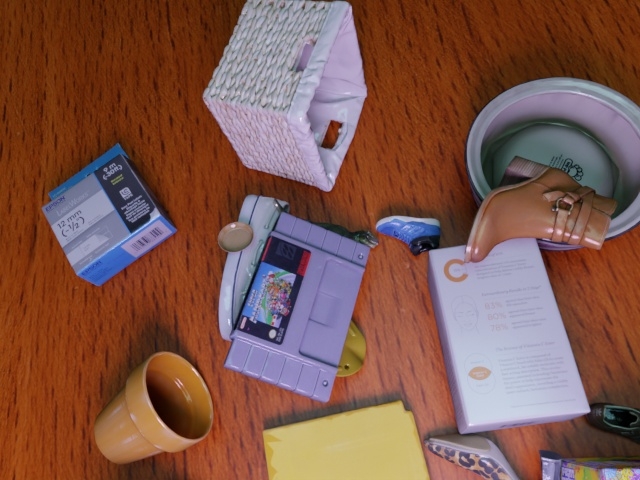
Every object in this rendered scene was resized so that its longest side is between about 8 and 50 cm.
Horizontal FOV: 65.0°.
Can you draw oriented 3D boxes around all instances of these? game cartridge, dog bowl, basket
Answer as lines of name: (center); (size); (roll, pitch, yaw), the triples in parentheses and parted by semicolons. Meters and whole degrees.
game cartridge: (-0.043, 0.131, 1.061); (0.230, 0.068, 0.355); (24, 64, -12)
dog bowl: (0.528, -0.158, 1.138); (0.407, 0.150, 0.408); (-3, 68, 8)
game cartridge: (0.060, 0.499, 1.022); (0.323, 0.053, 0.286); (-13, 68, 2)
basket: (-0.068, -0.351, 1.215); (0.266, 0.331, 0.329); (14, 72, 16)

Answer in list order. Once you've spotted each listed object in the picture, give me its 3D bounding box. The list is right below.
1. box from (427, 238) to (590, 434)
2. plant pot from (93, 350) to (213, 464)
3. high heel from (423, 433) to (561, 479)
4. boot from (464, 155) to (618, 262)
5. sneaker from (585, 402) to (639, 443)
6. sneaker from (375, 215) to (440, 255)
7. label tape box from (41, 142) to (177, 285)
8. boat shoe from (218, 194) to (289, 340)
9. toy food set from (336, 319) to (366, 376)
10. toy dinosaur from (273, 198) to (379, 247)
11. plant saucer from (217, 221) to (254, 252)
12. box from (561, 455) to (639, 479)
box: (0.353, 0.189, 1.009); (0.214, 0.168, 0.346); (-9, 64, 6)
plant pot: (-0.367, 0.372, 1.070); (0.187, 0.205, 0.205); (-34, 67, 12)
high heel: (0.326, 0.485, 0.973); (0.261, 0.093, 0.186); (2, 93, 26)
boot: (0.419, -0.026, 0.963); (0.220, 0.109, 0.283); (30, 59, 21)
sneaker: (0.619, 0.358, 0.966); (0.188, 0.071, 0.066); (7, 71, 13)
sneaker: (0.206, -0.008, 1.182); (0.152, 0.058, 0.085); (3, 61, 4)
label tape box: (-0.576, -0.094, 1.317); (0.249, 0.115, 0.348); (-37, 70, -5)
boat shoe: (-0.128, 0.062, 1.183); (0.156, 0.136, 0.367); (5, 61, 8)
toy food set: (0.009, 0.214, 1.132); (0.128, 0.071, 0.218); (-25, 67, -27)
toy dinosaur: (0.000, 0.000, 1.191); (0.268, 0.064, 0.118); (18, 73, -10)
plant saucer: (-0.191, -0.005, 1.142); (0.083, 0.015, 0.084); (-3, 57, 5)
box: (0.572, 0.451, 0.821); (0.278, 0.290, 0.177); (-5, 69, 8)
